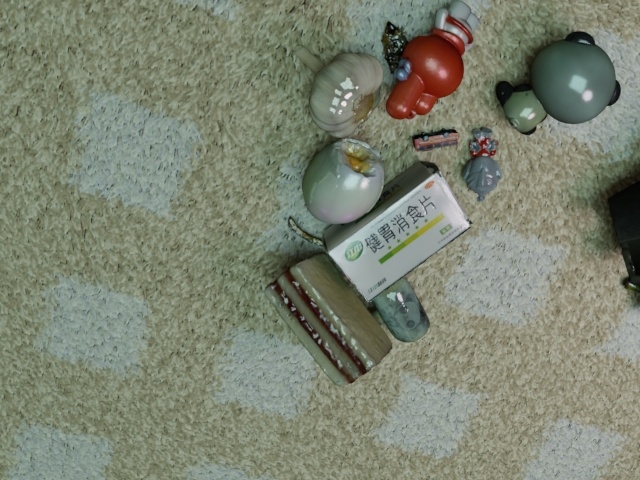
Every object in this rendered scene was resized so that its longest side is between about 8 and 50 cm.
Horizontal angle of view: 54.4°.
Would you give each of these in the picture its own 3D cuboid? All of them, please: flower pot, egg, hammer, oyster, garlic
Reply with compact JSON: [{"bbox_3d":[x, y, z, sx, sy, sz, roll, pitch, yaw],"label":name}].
[{"bbox_3d":[0.854,-0.034,1.510,0.251,0.379,0.379,-18,115,27],"label":"flower pot"},{"bbox_3d":[0.047,-0.127,1.466,0.183,0.183,0.217,17,137,-11],"label":"egg"},{"bbox_3d":[0.124,0.218,1.673,0.305,0.113,0.202,-25,110,16],"label":"hammer"},{"bbox_3d":[0.175,-0.430,1.424,0.132,0.029,0.086,37,105,-24],"label":"oyster"},{"bbox_3d":[0.016,-0.354,1.397,0.226,0.199,0.199,40,108,15],"label":"garlic"}]

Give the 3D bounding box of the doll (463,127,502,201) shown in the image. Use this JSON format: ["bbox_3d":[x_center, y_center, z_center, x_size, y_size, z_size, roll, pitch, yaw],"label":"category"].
[{"bbox_3d":[0.397,-0.184,1.525,0.093,0.079,0.180,1,101,12],"label":"doll"}]

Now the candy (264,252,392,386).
[{"bbox_3d":[0.022,0.194,1.549,0.135,0.179,0.321,-38,88,26],"label":"candy"}]

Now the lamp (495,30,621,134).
[{"bbox_3d":[0.540,-0.343,1.416,0.243,0.198,0.198,-28,114,33],"label":"lamp"}]

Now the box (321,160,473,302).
[{"bbox_3d":[0.185,-0.027,1.526,0.332,0.145,0.173,-37,112,7],"label":"box"}]

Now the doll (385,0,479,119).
[{"bbox_3d":[0.248,-0.387,1.385,0.161,0.129,0.290,30,93,-45],"label":"doll"}]

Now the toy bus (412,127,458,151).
[{"bbox_3d":[0.279,-0.244,1.512,0.110,0.031,0.043,-10,120,0],"label":"toy bus"}]

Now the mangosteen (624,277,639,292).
[{"bbox_3d":[0.940,0.144,1.660,0.172,0.173,0.184,40,131,-18],"label":"mangosteen"}]

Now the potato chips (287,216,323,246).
[{"bbox_3d":[0.000,0.000,1.602,0.203,0.026,0.037,29,102,-15],"label":"potato chips"}]
